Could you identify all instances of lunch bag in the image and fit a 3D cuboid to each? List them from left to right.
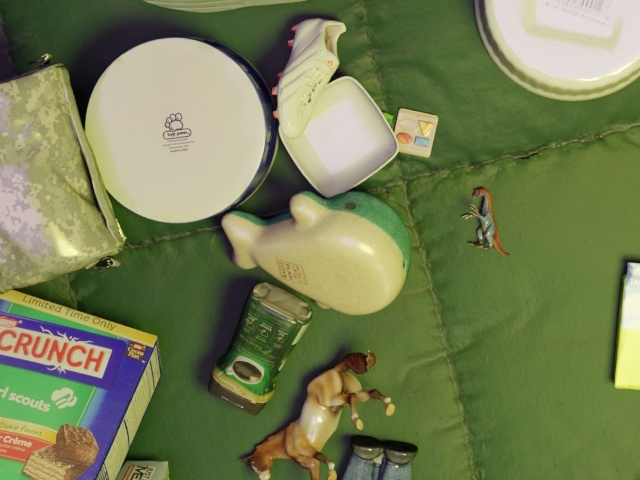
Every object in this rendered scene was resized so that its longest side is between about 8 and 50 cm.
[{"bbox_3d":[-0.426,-0.078,1.892,0.256,0.212,0.305,-16,96,9],"label":"lunch bag"}]

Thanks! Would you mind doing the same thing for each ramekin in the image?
[{"bbox_3d":[0.344,-0.326,1.861,0.277,0.135,0.277,1,96,8],"label":"ramekin"}]

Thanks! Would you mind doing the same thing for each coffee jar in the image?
[{"bbox_3d":[-0.089,0.157,1.978,0.096,0.079,0.184,28,114,2],"label":"coffee jar"}]

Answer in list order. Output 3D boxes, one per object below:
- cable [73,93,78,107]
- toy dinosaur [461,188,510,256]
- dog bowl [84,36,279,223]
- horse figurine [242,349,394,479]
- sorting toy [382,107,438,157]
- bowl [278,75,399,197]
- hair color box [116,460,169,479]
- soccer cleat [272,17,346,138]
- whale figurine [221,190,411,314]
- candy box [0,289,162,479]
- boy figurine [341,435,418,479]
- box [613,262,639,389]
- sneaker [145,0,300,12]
[{"bbox_3d":[-0.487,-0.140,2.046,0.287,0.072,0.139,-41,72,-2],"label":"cable"},{"bbox_3d":[0.234,-0.029,1.965,0.090,0.047,0.082,18,89,-28],"label":"toy dinosaur"},{"bbox_3d":[-0.195,-0.157,1.965,0.265,0.104,0.264,1,96,7],"label":"dog bowl"},{"bbox_3d":[0.008,0.259,1.974,0.066,0.174,0.263,24,99,-36],"label":"horse figurine"},{"bbox_3d":[0.120,-0.155,1.969,0.083,0.012,0.062,13,98,6],"label":"sorting toy"},{"bbox_3d":[0.027,-0.147,1.963,0.142,0.053,0.142,-34,91,9],"label":"bowl"},{"bbox_3d":[-0.408,0.428,2.034,0.375,0.113,0.185,-1,108,7],"label":"hair color box"},{"bbox_3d":[-0.015,-0.229,1.912,0.076,0.068,0.196,-3,58,25],"label":"soccer cleat"},{"bbox_3d":[0.000,0.000,1.949,0.272,0.141,0.216,9,138,25],"label":"whale figurine"},{"bbox_3d":[-0.401,0.247,1.941,0.268,0.122,0.317,16,54,6],"label":"candy box"},{"bbox_3d":[0.063,0.427,2.000,0.177,0.092,0.285,11,94,4],"label":"boy figurine"},{"bbox_3d":[0.471,0.121,1.936,0.109,0.042,0.178,5,96,6],"label":"box"},{"bbox_3d":[-0.132,-0.379,1.952,0.258,0.094,0.091,-2,77,3],"label":"sneaker"}]
